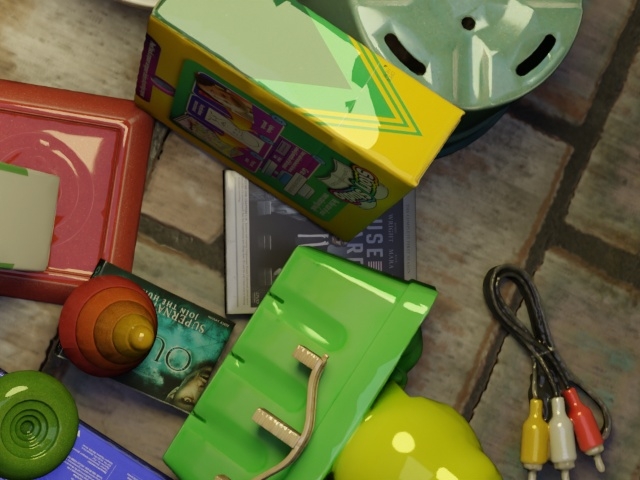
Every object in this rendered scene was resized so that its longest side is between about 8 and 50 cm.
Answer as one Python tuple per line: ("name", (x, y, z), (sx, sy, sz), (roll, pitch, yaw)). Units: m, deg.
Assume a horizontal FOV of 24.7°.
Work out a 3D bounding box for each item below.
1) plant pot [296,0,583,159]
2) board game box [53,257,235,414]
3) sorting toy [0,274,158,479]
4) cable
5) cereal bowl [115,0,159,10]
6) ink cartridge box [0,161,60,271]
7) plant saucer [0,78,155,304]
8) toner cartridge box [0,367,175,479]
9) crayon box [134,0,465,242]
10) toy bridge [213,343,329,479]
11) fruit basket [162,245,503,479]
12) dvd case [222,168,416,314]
("plant pot", (0.129, -0.262, 1.663), (0.341, 0.334, 0.341), (0, 91, -10))
("board game box", (-0.208, 0.116, 1.743), (0.186, 0.026, 0.126), (27, 86, -25))
("sorting toy", (-0.296, 0.195, 1.618), (0.127, 0.126, 0.365), (46, 73, -22))
("cable", (0.293, 0.163, 1.828), (0.139, 0.072, 0.287), (-12, 92, -14))
("cereal bowl", (-0.182, -0.430, 1.706), (0.339, 0.141, 0.339), (0, 90, -10))
("ink cartridge box", (-0.456, -0.041, 1.595), (0.278, 0.201, 0.117), (7, 89, 13))
("plant saucer", (-0.340, -0.057, 1.734), (0.259, 0.048, 0.258), (9, 90, -10))
("toner cartridge box", (-0.327, 0.283, 1.724), (0.348, 0.075, 0.165), (35, 84, -8))
("crayon box", (-0.040, -0.146, 1.598), (0.313, 0.363, 0.106), (32, 78, -4))
("toy bridge", (-0.043, 0.201, 1.565), (0.063, 0.026, 0.188), (33, 92, 19))
("fruit basket", (0.053, 0.220, 1.667), (0.392, 0.283, 0.392), (0, 90, 4))
("dvd case", (0.000, 0.000, 1.799), (0.239, 0.029, 0.179), (-1, 92, -9))
